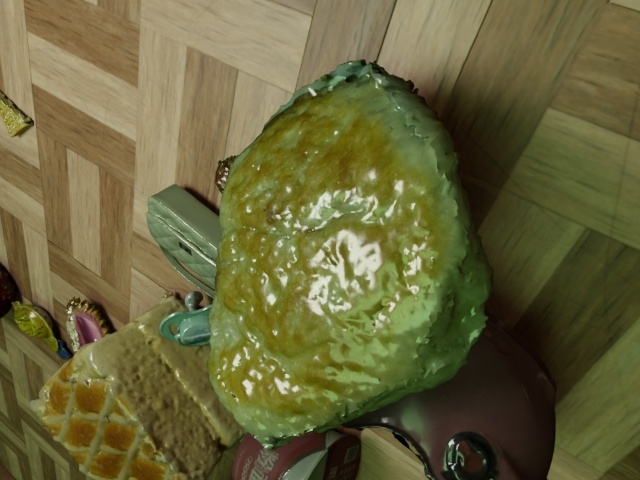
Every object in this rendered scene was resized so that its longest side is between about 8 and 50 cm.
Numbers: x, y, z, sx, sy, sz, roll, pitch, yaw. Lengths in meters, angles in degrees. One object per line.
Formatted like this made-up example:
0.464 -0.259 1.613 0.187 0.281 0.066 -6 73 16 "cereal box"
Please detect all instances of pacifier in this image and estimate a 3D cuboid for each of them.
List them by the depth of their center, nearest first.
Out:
-0.255 0.159 0.883 0.126 0.150 0.116 85 165 -46 "pacifier"

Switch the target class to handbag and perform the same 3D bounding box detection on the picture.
-0.245 0.030 0.851 0.256 0.079 0.219 35 137 14 "handbag"

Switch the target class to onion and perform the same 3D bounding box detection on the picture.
-1.128 0.168 1.377 0.246 0.190 0.246 5 119 10 "onion"

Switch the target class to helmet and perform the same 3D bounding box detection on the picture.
0.178 0.181 0.571 0.338 0.271 0.197 22 92 20 "helmet"

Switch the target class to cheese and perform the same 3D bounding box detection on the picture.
-0.905 0.293 1.379 0.157 0.064 0.250 -15 113 36 "cheese"

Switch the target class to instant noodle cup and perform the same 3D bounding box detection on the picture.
-0.053 0.464 0.854 0.179 0.235 0.234 16 120 34 "instant noodle cup"

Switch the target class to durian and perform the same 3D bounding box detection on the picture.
-0.616 0.313 1.189 0.341 0.112 0.191 67 157 6 "durian"

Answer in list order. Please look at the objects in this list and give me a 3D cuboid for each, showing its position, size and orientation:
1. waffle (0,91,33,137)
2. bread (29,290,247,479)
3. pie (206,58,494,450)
-0.756 -0.333 1.020 0.098 0.023 0.152 -16 102 34 "waffle"
-0.391 0.367 0.975 0.390 0.279 0.371 -33 95 35 "bread"
0.011 0.016 0.515 0.395 0.180 0.418 -27 58 38 "pie"
